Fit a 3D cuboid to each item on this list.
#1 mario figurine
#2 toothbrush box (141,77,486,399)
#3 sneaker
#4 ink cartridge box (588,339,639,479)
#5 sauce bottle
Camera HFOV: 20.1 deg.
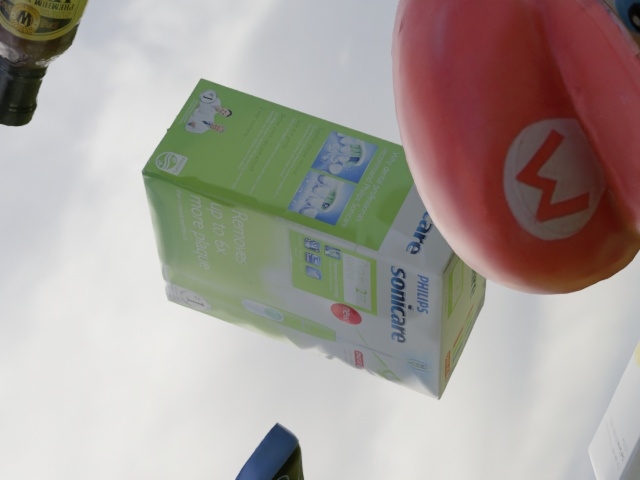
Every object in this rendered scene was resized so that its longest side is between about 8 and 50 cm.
[{"bbox_3d":[0.164,-0.088,0.557,0.320,0.198,0.170,-34,-26,-24],"label":"mario figurine"},{"bbox_3d":[0.000,0.000,1.610,0.206,0.283,0.122,87,-154,-55],"label":"toothbrush box"},{"bbox_3d":[-0.032,0.246,1.590,0.081,0.090,0.232,-51,-15,-33],"label":"sneaker"},{"bbox_3d":[0.368,0.153,1.560,0.119,0.207,0.353,-92,22,-66],"label":"ink cartridge box"},{"bbox_3d":[-0.312,-0.286,2.047,0.111,0.111,0.344,-42,-22,-57],"label":"sauce bottle"}]
